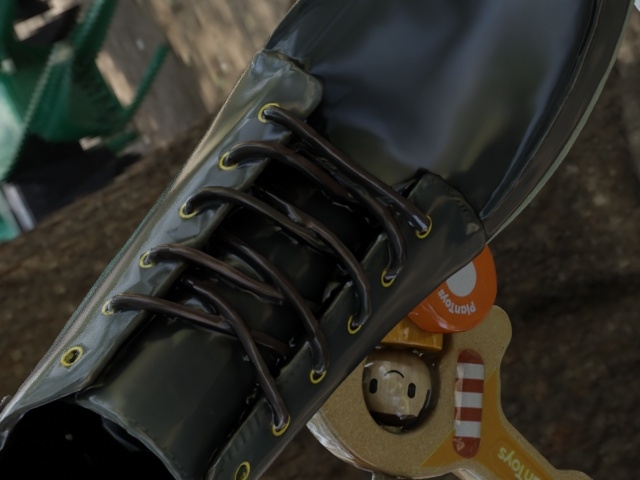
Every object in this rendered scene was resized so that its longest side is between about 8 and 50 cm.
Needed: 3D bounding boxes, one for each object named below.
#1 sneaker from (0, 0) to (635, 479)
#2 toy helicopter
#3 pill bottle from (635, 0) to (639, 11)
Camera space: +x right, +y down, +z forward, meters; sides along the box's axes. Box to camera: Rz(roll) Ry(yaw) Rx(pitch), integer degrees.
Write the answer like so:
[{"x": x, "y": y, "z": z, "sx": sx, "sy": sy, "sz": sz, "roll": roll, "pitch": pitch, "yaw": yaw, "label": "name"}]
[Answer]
[{"x": 0.000, "y": 0.000, "z": 0.346, "sx": 0.083, "sy": 0.222, "sz": 0.118, "roll": 37, "pitch": -161, "yaw": -2, "label": "sneaker"}, {"x": 0.106, "y": 0.164, "z": 1.116, "sx": 0.355, "sy": 0.235, "sz": 0.140, "roll": 42, "pitch": 149, "yaw": -27, "label": "toy helicopter"}, {"x": 0.278, "y": -0.160, "z": 0.889, "sx": 0.117, "sy": 0.215, "sz": 0.117, "roll": 0, "pitch": 91, "yaw": 41, "label": "pill bottle"}]
